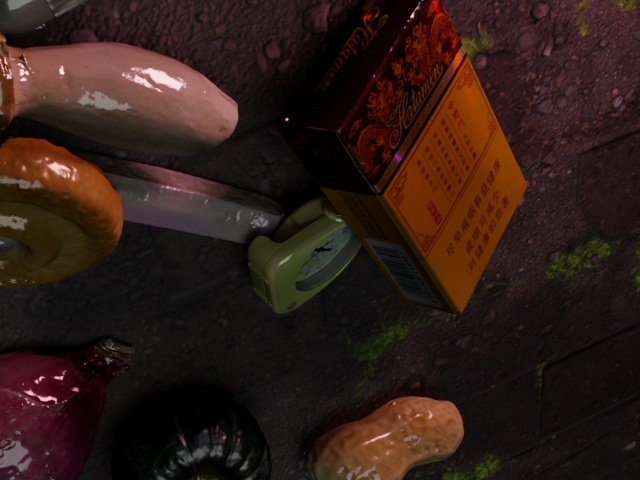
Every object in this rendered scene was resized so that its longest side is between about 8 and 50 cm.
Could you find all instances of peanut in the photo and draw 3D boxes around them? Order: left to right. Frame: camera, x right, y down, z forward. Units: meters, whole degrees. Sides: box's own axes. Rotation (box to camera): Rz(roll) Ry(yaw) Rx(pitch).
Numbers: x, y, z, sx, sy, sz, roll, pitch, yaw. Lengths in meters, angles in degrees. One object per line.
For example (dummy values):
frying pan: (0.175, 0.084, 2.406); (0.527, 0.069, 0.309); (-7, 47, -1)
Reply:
peanut: (0.123, 0.377, 1.563); (0.313, 0.149, 0.149); (-22, 129, -22)

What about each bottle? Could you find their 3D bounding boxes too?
bottle: (-0.259, -0.305, 0.938); (0.254, 0.079, 0.096); (-32, 153, -9)

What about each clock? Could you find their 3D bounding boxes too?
clock: (0.000, 0.000, 1.260); (0.232, 0.069, 0.170); (-37, 155, -19)

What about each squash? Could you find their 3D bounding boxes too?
squash: (-0.202, 0.362, 1.349); (0.252, 0.165, 0.252); (-13, 123, -21)

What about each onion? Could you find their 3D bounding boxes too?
onion: (-0.403, 0.276, 1.186); (0.349, 0.159, 0.267); (-35, 134, -4)

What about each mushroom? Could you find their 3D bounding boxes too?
mushroom: (-0.247, -0.166, 0.982); (0.350, 0.128, 0.128); (-1, 121, -46)

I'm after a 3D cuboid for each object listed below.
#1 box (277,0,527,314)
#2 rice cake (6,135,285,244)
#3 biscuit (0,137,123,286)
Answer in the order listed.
box: (0.135, -0.118, 1.194); (0.264, 0.116, 0.415); (-58, 135, -20)
rice cake: (-0.220, -0.055, 1.132); (0.399, 0.064, 0.070); (12, 120, -34)
biscuit: (-0.341, -0.015, 0.992); (0.213, 0.091, 0.274); (10, 147, -32)
